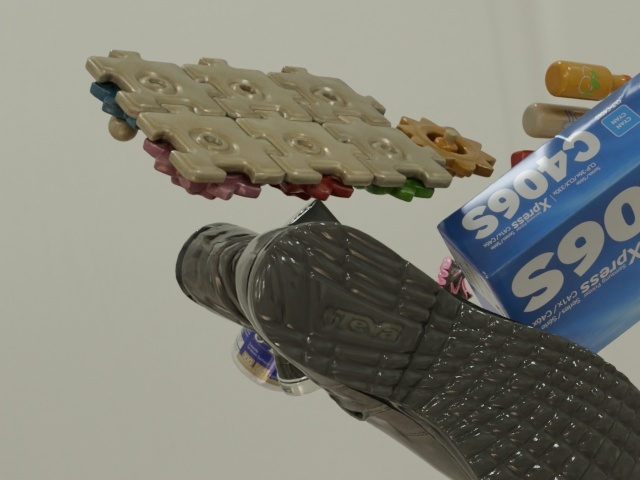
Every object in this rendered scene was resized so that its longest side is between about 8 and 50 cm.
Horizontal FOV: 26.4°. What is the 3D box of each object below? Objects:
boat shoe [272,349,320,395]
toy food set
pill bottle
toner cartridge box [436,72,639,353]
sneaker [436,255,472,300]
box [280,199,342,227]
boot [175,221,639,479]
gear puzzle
[{"bbox_3d":[0.039,0.107,1.622,0.219,0.070,0.078,-28,25,-31],"label":"boat shoe"},{"bbox_3d":[0.284,-0.072,1.496,0.104,0.232,0.111,1,-10,-29],"label":"toy food set"},{"bbox_3d":[-0.035,0.106,1.874,0.112,0.186,0.112,25,25,-13],"label":"pill bottle"},{"bbox_3d":[0.270,-0.050,1.051,0.348,0.165,0.075,-37,47,-2],"label":"toner cartridge box"},{"bbox_3d":[0.189,0.084,1.965,0.057,0.119,0.047,15,13,3],"label":"sneaker"},{"bbox_3d":[0.000,0.000,1.596,0.052,0.083,0.062,-43,5,-14],"label":"box"},{"bbox_3d":[0.071,0.086,0.910,0.118,0.338,0.223,-53,14,-9],"label":"boot"},{"bbox_3d":[-0.005,-0.073,1.013,0.339,0.044,0.175,-1,34,-40],"label":"gear puzzle"}]
